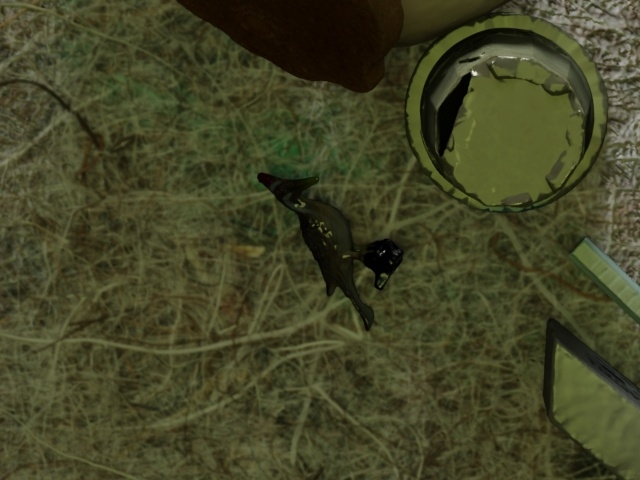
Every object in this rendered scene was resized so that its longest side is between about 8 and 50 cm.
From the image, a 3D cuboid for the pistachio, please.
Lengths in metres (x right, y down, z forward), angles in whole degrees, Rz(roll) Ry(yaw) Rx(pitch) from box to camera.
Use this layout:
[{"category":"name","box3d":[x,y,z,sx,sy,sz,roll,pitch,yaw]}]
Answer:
[{"category":"pistachio","box3d":[0.128,-0.276,1.591,0.238,0.137,0.153,-25,131,16]}]

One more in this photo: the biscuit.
[{"category":"biscuit","box3d":[-0.041,-0.251,1.562,0.273,0.257,0.049,31,68,14]}]

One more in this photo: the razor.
[{"category":"razor","box3d":[0.367,0.100,1.677,0.278,0.056,0.111,42,102,-3]}]

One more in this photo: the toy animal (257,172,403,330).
[{"category":"toy animal","box3d":[0.010,-0.002,1.688,0.202,0.070,0.105,44,120,-7]}]

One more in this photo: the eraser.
[{"category":"eraser","box3d":[0.353,0.224,1.673,0.352,0.111,0.077,39,99,-2]}]

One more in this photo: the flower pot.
[{"category":"flower pot","box3d":[0.180,-0.120,1.586,0.212,0.202,0.212,1,98,8]}]
